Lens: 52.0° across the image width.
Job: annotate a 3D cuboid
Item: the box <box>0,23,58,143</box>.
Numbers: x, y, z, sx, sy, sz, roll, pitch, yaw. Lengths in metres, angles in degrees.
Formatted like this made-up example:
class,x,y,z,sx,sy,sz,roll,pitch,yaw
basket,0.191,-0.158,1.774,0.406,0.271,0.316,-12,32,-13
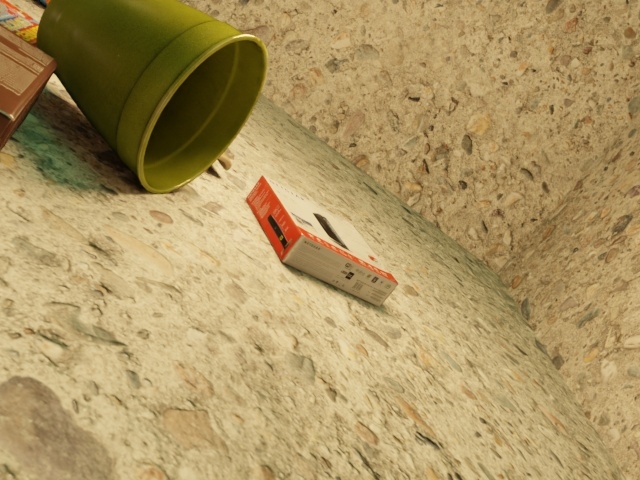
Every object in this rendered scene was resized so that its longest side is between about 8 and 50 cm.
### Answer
class,x,y,z,sx,sy,sz,roll,pitch,yaw
box,-0.534,-0.230,0.977,0.191,0.143,0.381,32,14,-23

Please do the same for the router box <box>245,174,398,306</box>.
class,x,y,z,sx,sy,sz,roll,pitch,yaw
router box,0.000,0.000,1.663,0.335,0.082,0.301,27,18,-37

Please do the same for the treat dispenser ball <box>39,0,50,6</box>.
class,x,y,z,sx,sy,sz,roll,pitch,yaw
treat dispenser ball,-0.755,-0.831,2.001,0.288,0.288,0.288,35,14,-10

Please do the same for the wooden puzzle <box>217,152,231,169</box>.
class,x,y,z,sx,sy,sz,roll,pitch,yaw
wooden puzzle,-0.415,-0.319,1.678,0.348,0.080,0.322,30,16,-46

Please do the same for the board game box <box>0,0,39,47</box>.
class,x,y,z,sx,sy,sz,roll,pitch,yaw
board game box,-0.711,-0.447,1.321,0.302,0.086,0.308,32,15,-19

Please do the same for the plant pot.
class,x,y,z,sx,sy,sz,roll,pitch,yaw
plant pot,-0.358,-0.344,1.319,0.353,0.366,0.366,37,14,10
